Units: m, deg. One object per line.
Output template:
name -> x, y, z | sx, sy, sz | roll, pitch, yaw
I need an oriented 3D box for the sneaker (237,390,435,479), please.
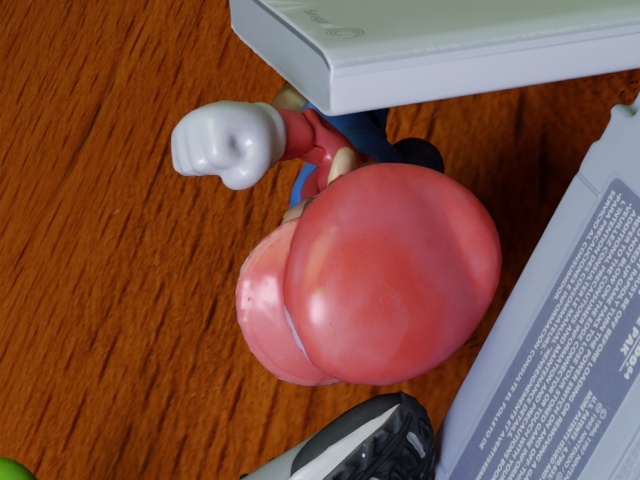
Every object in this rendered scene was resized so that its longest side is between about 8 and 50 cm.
sneaker -> -0.057, 0.166, 0.795 | 0.271, 0.100, 0.108 | -39, 49, -1

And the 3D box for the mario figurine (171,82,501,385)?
mario figurine -> 0.000, 0.000, 0.895 | 0.320, 0.198, 0.170 | -84, 12, -71

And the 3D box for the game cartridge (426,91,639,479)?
game cartridge -> 0.138, 0.084, 0.729 | 0.294, 0.060, 0.196 | -64, 19, 19

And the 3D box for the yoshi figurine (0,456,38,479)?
yoshi figurine -> -0.162, 0.305, 0.898 | 0.203, 0.203, 0.362 | 104, 159, -47

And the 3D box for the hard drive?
hard drive -> 0.118, -0.143, 0.940 | 0.307, 0.040, 0.203 | -10, 25, -16
